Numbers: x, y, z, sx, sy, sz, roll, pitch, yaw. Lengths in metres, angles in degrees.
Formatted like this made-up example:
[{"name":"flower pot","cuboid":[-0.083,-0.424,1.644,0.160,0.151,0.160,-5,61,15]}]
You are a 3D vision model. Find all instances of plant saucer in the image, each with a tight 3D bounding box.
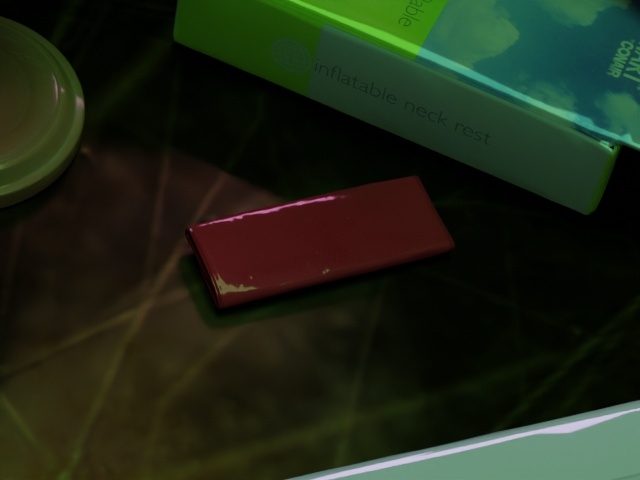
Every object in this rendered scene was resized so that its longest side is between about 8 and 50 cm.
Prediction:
[{"name":"plant saucer","cuboid":[-0.118,-0.045,0.649,0.083,0.013,0.083,7,51,-8]}]

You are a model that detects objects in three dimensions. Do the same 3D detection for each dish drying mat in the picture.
[{"name":"dish drying mat","cuboid":[0.000,0.000,0.644,0.083,0.008,0.032,-13,57,-23]}]

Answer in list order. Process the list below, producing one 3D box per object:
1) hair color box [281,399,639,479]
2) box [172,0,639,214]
[{"name":"hair color box","cuboid":[0.114,0.136,0.499,0.339,0.110,0.185,-11,54,-18]},{"name":"box","cuboid":[0.052,-0.081,0.695,0.178,0.042,0.109,24,51,7]}]
